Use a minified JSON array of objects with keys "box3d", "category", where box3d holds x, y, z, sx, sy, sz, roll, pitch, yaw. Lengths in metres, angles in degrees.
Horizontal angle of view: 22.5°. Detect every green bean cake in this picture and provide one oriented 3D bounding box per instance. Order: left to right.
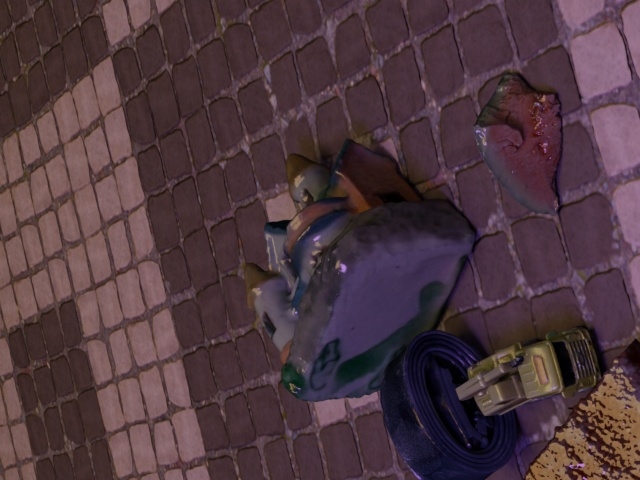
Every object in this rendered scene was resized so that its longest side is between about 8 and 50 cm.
[{"box3d":[0.289,0.245,1.669,0.233,0.097,0.198,-41,66,20],"category":"green bean cake"}]

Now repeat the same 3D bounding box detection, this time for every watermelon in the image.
[{"box3d":[0.220,-0.099,1.778,0.080,0.101,0.155,4,111,44],"category":"watermelon"}]

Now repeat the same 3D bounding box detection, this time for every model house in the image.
[{"box3d":[0.000,0.000,2.023,0.325,0.194,0.267,56,139,37],"category":"model house"}]

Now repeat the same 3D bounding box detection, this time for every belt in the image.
[{"box3d":[0.147,0.199,1.889,0.082,0.141,0.190,-49,57,46],"category":"belt"}]

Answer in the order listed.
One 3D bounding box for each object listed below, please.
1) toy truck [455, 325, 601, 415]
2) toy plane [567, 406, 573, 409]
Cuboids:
[{"box3d":[0.225,0.150,1.799,0.169,0.100,0.077,-23,80,56],"category":"toy truck"},{"box3d":[0.284,0.271,1.765,0.126,0.077,0.194,-121,38,-50],"category":"toy plane"}]
